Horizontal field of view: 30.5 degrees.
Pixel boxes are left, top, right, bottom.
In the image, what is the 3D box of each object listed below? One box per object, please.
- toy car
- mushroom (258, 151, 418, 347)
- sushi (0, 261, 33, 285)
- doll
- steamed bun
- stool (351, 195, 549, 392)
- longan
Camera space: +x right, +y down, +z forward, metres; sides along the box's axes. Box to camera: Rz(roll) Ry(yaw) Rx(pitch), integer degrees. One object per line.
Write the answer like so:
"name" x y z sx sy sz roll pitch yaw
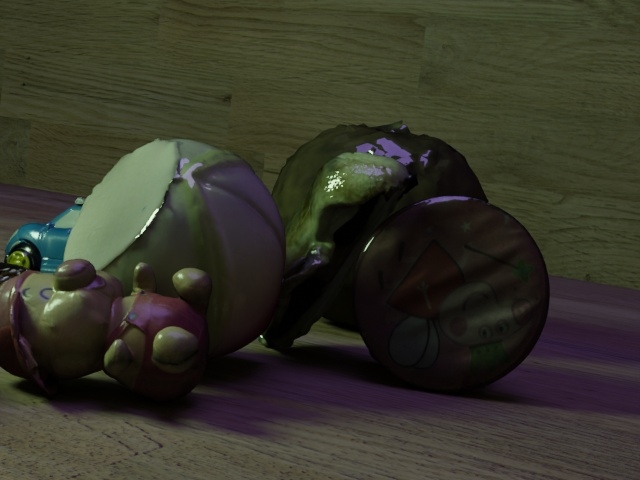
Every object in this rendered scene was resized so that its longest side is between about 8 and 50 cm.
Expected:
"toy car" -0.406 0.007 2.042 0.314 0.166 0.198 3 -1 30
"mushroom" -0.001 -0.002 1.709 0.130 0.344 0.247 41 37 13
"sushi" -0.446 0.077 1.649 0.078 0.090 0.150 15 6 31
"doll" -0.254 0.098 1.324 0.256 0.152 0.196 6 0 3
"steamed bun" -0.165 0.035 1.555 0.309 0.309 0.309 7 5 -1
"stool" 0.178 0.082 1.666 0.272 0.272 0.178 8 -8 2
"longan" 0.101 -0.033 2.057 0.391 0.391 0.391 7 5 -1
